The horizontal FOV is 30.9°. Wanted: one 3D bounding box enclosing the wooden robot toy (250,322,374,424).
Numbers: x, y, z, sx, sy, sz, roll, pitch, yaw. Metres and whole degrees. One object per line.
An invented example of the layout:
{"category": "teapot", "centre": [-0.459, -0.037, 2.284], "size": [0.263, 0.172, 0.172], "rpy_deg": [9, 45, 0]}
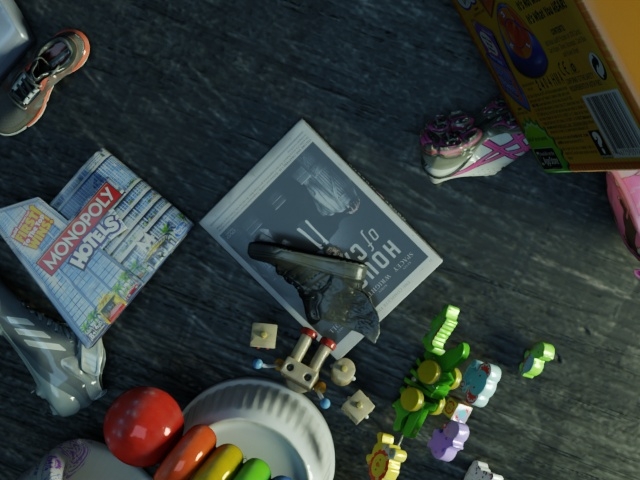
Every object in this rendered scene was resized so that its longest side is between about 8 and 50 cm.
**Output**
{"category": "wooden robot toy", "centre": [-0.011, 0.157, 1.384], "size": [0.173, 0.079, 0.076], "rpy_deg": [30, 71, 8]}

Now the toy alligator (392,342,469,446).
{"category": "toy alligator", "centre": [0.112, 0.192, 1.392], "size": [0.051, 0.056, 0.189], "rpy_deg": [40, 104, 40]}

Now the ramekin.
{"category": "ramekin", "centre": [-0.087, 0.276, 1.386], "size": [0.207, 0.109, 0.207], "rpy_deg": [1, 99, 4]}

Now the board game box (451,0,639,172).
{"category": "board game box", "centre": [0.333, -0.304, 1.113], "size": [0.356, 0.356, 0.356], "rpy_deg": [-30, 96, -3]}

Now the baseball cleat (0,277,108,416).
{"category": "baseball cleat", "centre": [-0.331, 0.110, 1.408], "size": [0.109, 0.072, 0.206], "rpy_deg": [-31, 100, -6]}

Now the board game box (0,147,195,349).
{"category": "board game box", "centre": [-0.283, -0.008, 1.362], "size": [0.194, 0.060, 0.194], "rpy_deg": [39, 85, -3]}

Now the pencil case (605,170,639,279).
{"category": "pencil case", "centre": [0.504, -0.084, 1.268], "size": [0.386, 0.167, 0.160], "rpy_deg": [-22, 129, 7]}

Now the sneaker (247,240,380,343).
{"category": "sneaker", "centre": [-0.008, 0.058, 1.347], "size": [0.170, 0.051, 0.089], "rpy_deg": [12, 96, -1]}

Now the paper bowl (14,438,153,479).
{"category": "paper bowl", "centre": [-0.259, 0.381, 1.325], "size": [0.148, 0.284, 0.284], "rpy_deg": [-38, 94, 10]}

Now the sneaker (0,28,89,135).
{"category": "sneaker", "centre": [-0.339, -0.188, 1.356], "size": [0.061, 0.065, 0.158], "rpy_deg": [41, 99, -3]}

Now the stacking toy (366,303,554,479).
{"category": "stacking toy", "centre": [0.168, 0.198, 1.347], "size": [0.167, 0.052, 0.221], "rpy_deg": [20, 100, -30]}

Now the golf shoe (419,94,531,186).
{"category": "golf shoe", "centre": [0.204, -0.118, 1.337], "size": [0.186, 0.067, 0.086], "rpy_deg": [-15, 138, -4]}

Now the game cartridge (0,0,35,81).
{"category": "game cartridge", "centre": [-0.491, -0.285, 1.360], "size": [0.294, 0.060, 0.196], "rpy_deg": [43, 95, -3]}

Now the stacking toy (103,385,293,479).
{"category": "stacking toy", "centre": [-0.103, 0.284, 1.272], "size": [0.330, 0.141, 0.141], "rpy_deg": [37, 99, 2]}

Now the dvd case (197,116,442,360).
{"category": "dvd case", "centre": [0.000, 0.000, 1.379], "size": [0.239, 0.029, 0.179], "rpy_deg": [45, 100, -3]}
